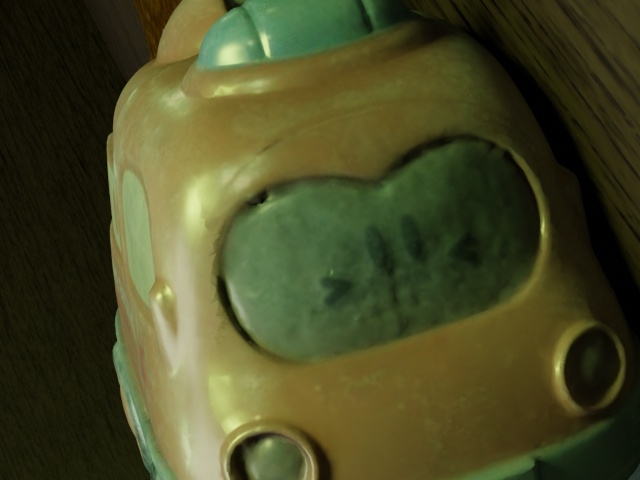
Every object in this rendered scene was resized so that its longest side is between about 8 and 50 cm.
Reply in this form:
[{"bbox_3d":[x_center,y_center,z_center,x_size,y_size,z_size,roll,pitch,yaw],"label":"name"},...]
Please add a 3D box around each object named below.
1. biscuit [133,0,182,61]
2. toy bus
[{"bbox_3d":[-0.096,-0.184,1.045,0.432,0.064,0.283,-172,65,-79],"label":"biscuit"},{"bbox_3d":[0.000,0.000,0.575,0.294,0.197,0.232,-132,28,-70],"label":"toy bus"}]
